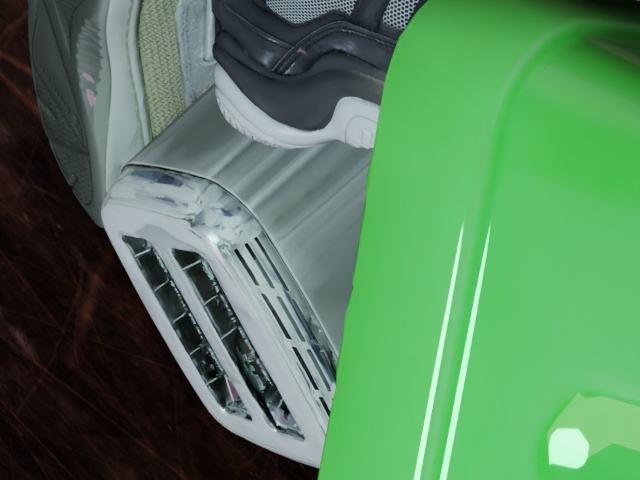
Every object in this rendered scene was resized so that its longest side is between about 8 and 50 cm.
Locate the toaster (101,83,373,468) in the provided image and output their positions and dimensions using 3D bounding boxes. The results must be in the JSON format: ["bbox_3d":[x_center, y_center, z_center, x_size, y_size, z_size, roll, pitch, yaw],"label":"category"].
[{"bbox_3d":[0.000,0.000,0.787,0.129,0.146,0.227,13,137,48],"label":"toaster"}]

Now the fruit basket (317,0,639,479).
[{"bbox_3d":[0.089,0.109,0.530,0.392,0.283,0.392,-4,85,52],"label":"fruit basket"}]

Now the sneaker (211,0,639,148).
[{"bbox_3d":[0.049,-0.117,0.607,0.268,0.101,0.153,1,117,41],"label":"sneaker"}]

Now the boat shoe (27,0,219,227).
[{"bbox_3d":[-0.079,-0.132,0.801,0.118,0.103,0.320,55,155,32],"label":"boat shoe"}]
